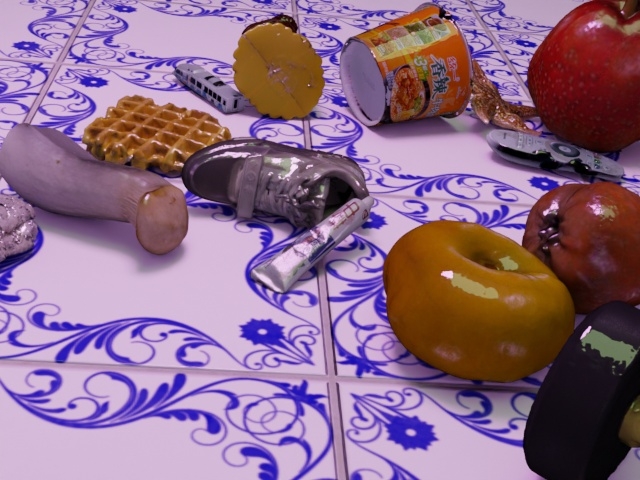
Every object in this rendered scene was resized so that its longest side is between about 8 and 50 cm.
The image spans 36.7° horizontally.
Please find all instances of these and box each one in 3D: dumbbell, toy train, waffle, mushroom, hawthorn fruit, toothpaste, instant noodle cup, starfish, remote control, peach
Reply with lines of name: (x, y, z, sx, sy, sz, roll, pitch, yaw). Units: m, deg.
dumbbell: (0.385, 0.213, 0.942, 0.322, 0.204, 0.204, 27, 35, 31)
toy train: (-0.224, -0.305, 1.888, 0.043, 0.047, 0.207, -16, 38, -37)
waffle: (-0.276, -0.169, 1.625, 0.229, 0.057, 0.219, 15, 31, 13)
mushroom: (-0.322, -0.084, 1.403, 0.329, 0.122, 0.159, 23, 42, 26)
hawthorn fruit: (0.405, 0.017, 1.331, 0.251, 0.199, 0.199, 12, 25, -25)
toothpaste: (0.000, 0.000, 1.372, 0.060, 0.038, 0.233, 34, 54, 26)
instant noodle cup: (0.154, -0.324, 1.844, 0.182, 0.230, 0.230, -18, 37, -21)
starfish: (0.344, -0.278, 1.911, 0.277, 0.062, 0.236, 25, 32, -17)
remote control: (0.426, -0.152, 1.759, 0.256, 0.045, 0.097, 15, 31, 8)
peach: (0.198, 0.074, 1.216, 0.251, 0.153, 0.251, 19, 29, -11)
hawthorn fruit: (0.542, -0.344, 1.809, 0.285, 0.369, 0.285, 1, 47, -1)

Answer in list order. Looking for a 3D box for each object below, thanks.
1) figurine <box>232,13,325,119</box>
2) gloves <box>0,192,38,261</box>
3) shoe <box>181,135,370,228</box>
figurine: (-0.102, -0.368, 1.941, 0.187, 0.168, 0.315, 22, 16, -17)
gloves: (-0.448, -0.017, 1.304, 0.114, 0.070, 0.153, 17, 29, 19)
shoe: (-0.055, -0.080, 1.455, 0.293, 0.109, 0.149, 1, 24, -19)
